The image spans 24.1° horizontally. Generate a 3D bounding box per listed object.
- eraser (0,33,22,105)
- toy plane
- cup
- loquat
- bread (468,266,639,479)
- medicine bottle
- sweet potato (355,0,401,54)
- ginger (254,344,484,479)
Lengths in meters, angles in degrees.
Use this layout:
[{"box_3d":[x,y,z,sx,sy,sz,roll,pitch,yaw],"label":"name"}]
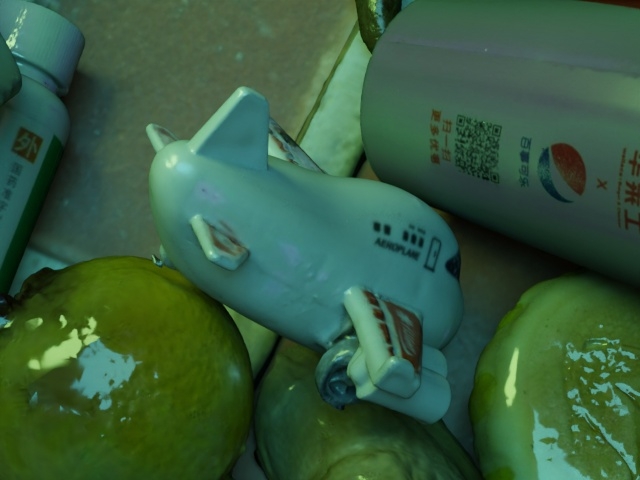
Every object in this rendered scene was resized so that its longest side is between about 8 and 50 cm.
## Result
[{"box_3d":[-0.344,-0.085,0.884,0.290,0.104,0.189,-32,97,16],"label":"eraser"},{"box_3d":[-0.003,0.003,0.881,0.118,0.252,0.252,-45,78,16],"label":"toy plane"},{"box_3d":[0.174,-0.063,0.873,0.288,0.203,0.203,16,70,39],"label":"cup"},{"box_3d":[-0.117,0.099,0.882,0.172,0.149,0.204,-44,93,-15],"label":"loquat"},{"box_3d":[0.195,0.109,0.909,0.213,0.105,0.213,-1,70,1],"label":"bread"},{"box_3d":[-0.223,-0.025,0.943,0.095,0.095,0.260,19,73,4],"label":"medicine bottle"},{"box_3d":[0.044,-0.161,1.023,0.041,0.038,0.153,-20,75,16],"label":"sweet potato"},{"box_3d":[0.020,0.142,0.893,0.115,0.122,0.193,-44,72,4],"label":"ginger"}]
